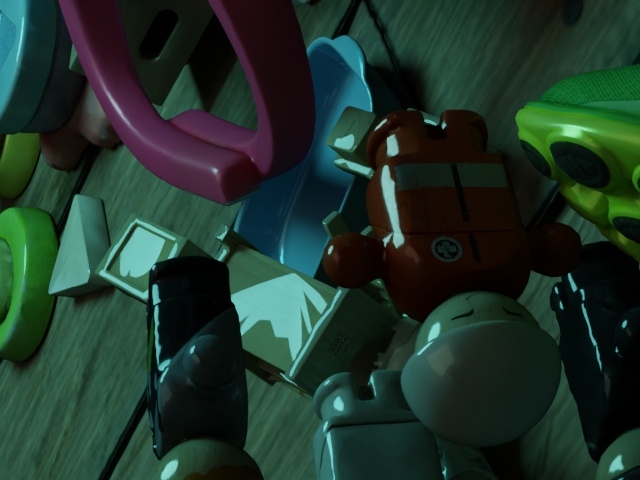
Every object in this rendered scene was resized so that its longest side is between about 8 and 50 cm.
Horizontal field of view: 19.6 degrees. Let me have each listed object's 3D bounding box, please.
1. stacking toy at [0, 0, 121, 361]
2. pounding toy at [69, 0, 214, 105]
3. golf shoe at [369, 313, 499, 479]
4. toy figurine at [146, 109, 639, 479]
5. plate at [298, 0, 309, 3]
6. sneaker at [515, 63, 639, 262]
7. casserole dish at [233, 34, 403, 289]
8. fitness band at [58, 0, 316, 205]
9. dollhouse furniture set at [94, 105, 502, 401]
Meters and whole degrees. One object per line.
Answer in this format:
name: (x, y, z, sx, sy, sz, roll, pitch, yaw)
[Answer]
stacking toy: (-0.273, -0.060, 1.511, 0.309, 0.130, 0.280, -33, 53, 55)
pounding toy: (-0.098, -0.176, 1.280, 0.141, 0.100, 0.130, -55, 23, 35)
golf shoe: (0.068, 0.121, 0.917, 0.086, 0.069, 0.176, -6, 77, 37)
toy figurine: (0.042, 0.074, 0.778, 0.209, 0.213, 0.148, -29, 49, 23)
plate: (0.004, -0.338, 1.175, 0.278, 0.045, 0.277, -56, 37, 38)
sneaker: (0.194, -0.048, 0.643, 0.295, 0.109, 0.123, -7, 44, 51)
casserole dish: (0.000, -0.030, 1.094, 0.188, 0.037, 0.114, -67, 31, 23)
fitness band: (-0.089, -0.133, 1.098, 0.291, 0.054, 0.209, 22, 132, 62)
dollhouse furniture set: (0.000, 0.000, 1.018, 0.182, 0.101, 0.161, 25, 80, 46)
